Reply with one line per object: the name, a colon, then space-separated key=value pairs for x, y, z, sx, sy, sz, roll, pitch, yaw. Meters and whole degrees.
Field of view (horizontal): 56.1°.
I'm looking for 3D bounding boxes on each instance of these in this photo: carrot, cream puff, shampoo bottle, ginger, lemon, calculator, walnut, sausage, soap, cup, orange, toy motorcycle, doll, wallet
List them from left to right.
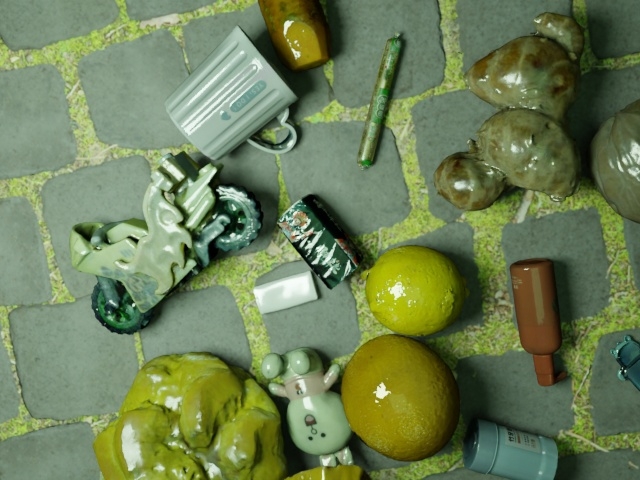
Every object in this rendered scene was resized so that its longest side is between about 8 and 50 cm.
toy motorcycle: x=-0.309 y=0.000 z=1.134 sx=0.410 sy=0.169 sz=0.237 roll=-36 pitch=101 yaw=14
cream puff: x=-0.243 y=0.405 z=1.111 sx=0.377 sy=0.275 sz=0.379 roll=0 pitch=89 yaw=1
cup: x=-0.150 y=-0.244 z=1.107 sx=0.202 sy=0.167 sz=0.221 roll=-39 pitch=90 yaw=9
carrot: x=-0.066 y=-0.465 z=1.109 sx=0.114 sy=0.114 sz=0.302 roll=-20 pitch=93 yaw=5
wallet: x=-0.070 y=0.105 z=1.203 sx=0.122 sy=0.025 sz=0.061 roll=-16 pitch=96 yaw=5
doll: x=-0.011 y=0.321 z=1.183 sx=0.154 sy=0.113 sz=0.275 roll=-24 pitch=100 yaw=13
soap: x=0.017 y=0.476 z=1.117 sx=0.160 sy=0.258 sz=0.080 roll=-11 pitch=61 yaw=3
sausage: x=0.112 y=-0.264 z=1.154 sx=0.032 sy=0.033 sz=0.269 roll=14 pitch=96 yaw=2
orange: x=0.147 y=0.289 z=1.109 sx=0.236 sy=0.236 sz=0.237 roll=0 pitch=95 yaw=3
lemon: x=0.178 y=0.092 z=1.115 sx=0.206 sy=0.173 sz=0.174 roll=-4 pitch=95 yaw=-9
ginger: x=0.361 y=-0.223 z=1.077 sx=0.256 sy=0.176 sz=0.376 roll=16 pitch=96 yaw=18
shampoo bottle: x=0.420 y=0.158 z=1.152 sx=0.085 sy=0.085 sz=0.245 roll=-11 pitch=97 yaw=4
calculator: x=0.632 y=0.251 z=1.178 sx=0.094 sy=0.019 sz=0.141 roll=-44 pitch=90 yaw=6
walnut: x=0.588 y=-0.141 z=1.059 sx=0.224 sy=0.224 sz=0.225 roll=0 pitch=95 yaw=3

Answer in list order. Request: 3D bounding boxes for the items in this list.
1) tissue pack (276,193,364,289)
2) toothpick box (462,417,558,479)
tissue pack: x=-0.001 y=-0.001 z=1.152 sx=0.090 sy=0.103 sz=0.170 roll=-41 pitch=91 yaw=13
toothpick box: x=0.366 y=0.413 z=1.168 sx=0.153 sy=0.101 sz=0.101 roll=15 pitch=96 yaw=0
